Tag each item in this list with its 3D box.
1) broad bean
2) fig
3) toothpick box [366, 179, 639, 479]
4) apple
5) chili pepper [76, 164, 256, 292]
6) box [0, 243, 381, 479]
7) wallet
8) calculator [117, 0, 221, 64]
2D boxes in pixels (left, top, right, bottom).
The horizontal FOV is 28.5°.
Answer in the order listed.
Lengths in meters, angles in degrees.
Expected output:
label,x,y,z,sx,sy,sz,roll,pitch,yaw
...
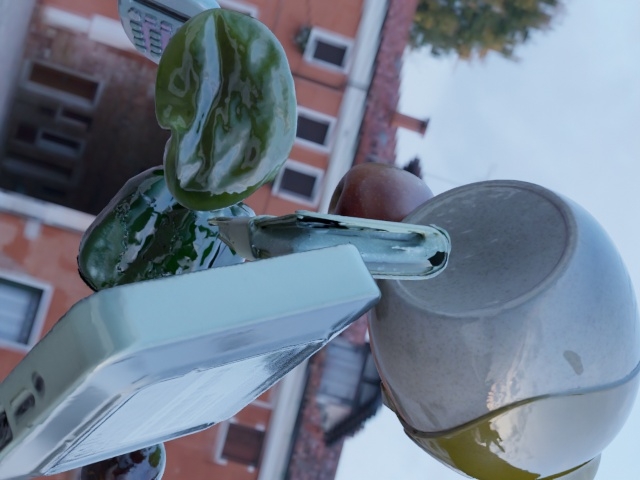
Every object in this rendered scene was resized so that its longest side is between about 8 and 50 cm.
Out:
label,x,y,z,sx,sy,sz,roll,pitch,yaw
broad bean,-0.099,-0.129,1.295,0.072,0.153,0.206,-87,-169,-73
fig,-0.263,0.302,1.742,0.154,0.109,0.103,-62,143,-43
toothpick box,0.277,0.159,1.898,0.408,0.409,0.425,-87,160,-48
apple,0.101,-0.037,2.064,0.181,0.169,0.181,-62,-170,19
chili pepper,-0.239,0.013,2.024,0.256,0.233,0.248,-51,167,14
box,-0.161,0.140,1.327,0.367,0.373,0.090,-43,-113,43
wallet,0.000,0.000,1.588,0.309,0.223,0.077,-174,-94,-67
calculator,-0.244,-0.366,2.060,0.299,0.186,0.041,110,5,-65
